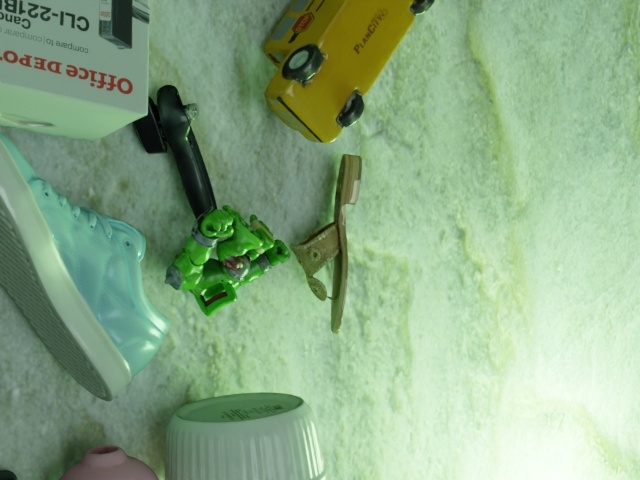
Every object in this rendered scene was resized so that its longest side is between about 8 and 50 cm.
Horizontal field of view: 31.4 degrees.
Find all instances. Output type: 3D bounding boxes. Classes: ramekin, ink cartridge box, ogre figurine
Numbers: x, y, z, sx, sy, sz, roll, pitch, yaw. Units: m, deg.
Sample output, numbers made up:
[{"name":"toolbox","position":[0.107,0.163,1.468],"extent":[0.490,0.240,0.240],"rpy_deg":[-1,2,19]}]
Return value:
[{"name":"ramekin","position":[-0.097,0.259,1.412],"extent":[0.207,0.207,0.109],"rpy_deg":[-7,94,-37]},{"name":"ink cartridge box","position":[-0.281,-0.256,1.147],"extent":[0.197,0.114,0.273],"rpy_deg":[9,76,-39]},{"name":"ogre figurine","position":[-0.118,0.025,1.386],"extent":[0.118,0.197,0.097],"rpy_deg":[-42,86,8]}]

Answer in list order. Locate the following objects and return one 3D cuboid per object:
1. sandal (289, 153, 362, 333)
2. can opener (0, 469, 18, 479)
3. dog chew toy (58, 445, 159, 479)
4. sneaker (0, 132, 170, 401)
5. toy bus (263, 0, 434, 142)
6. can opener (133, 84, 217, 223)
[{"name":"sandal","position":[-0.001,0.000,1.521],"extent":[0.079,0.088,0.240],"rpy_deg":[8,88,-8]},{"name":"can opener","position":[-0.446,0.263,1.212],"extent":[0.283,0.076,0.095],"rpy_deg":[2,100,-40]},{"name":"dog chew toy","position":[-0.242,0.408,1.336],"extent":[0.206,0.206,0.332],"rpy_deg":[-8,98,-37]},{"name":"sneaker","position":[-0.281,0.003,1.262],"extent":[0.150,0.135,0.366],"rpy_deg":[-47,133,-31]},{"name":"toy bus","position":[0.039,-0.285,1.434],"extent":[0.108,0.130,0.332],"rpy_deg":[43,74,-37]},{"name":"can opener","position":[-0.163,-0.102,1.374],"extent":[0.059,0.073,0.186],"rpy_deg":[-75,149,-53]}]
